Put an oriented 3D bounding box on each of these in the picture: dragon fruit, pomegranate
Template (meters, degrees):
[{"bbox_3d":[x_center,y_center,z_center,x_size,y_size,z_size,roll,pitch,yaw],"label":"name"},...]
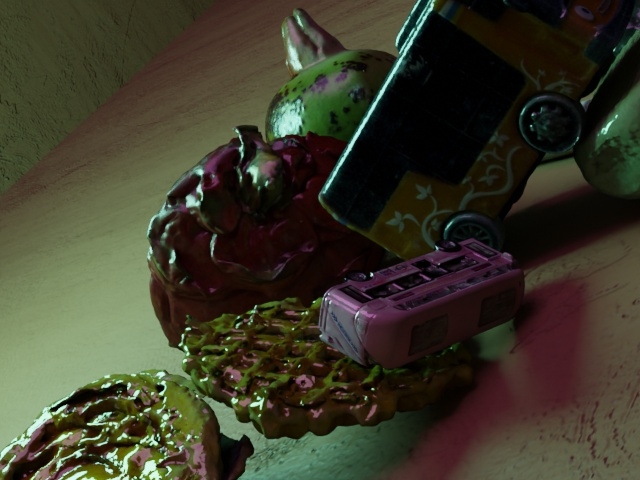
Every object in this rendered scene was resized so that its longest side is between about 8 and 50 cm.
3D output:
[{"bbox_3d":[-0.054,0.005,1.471,0.317,0.205,0.152,-46,41,-2],"label":"dragon fruit"},{"bbox_3d":[0.015,-0.183,1.789,0.214,0.248,0.214,-29,1,0],"label":"pomegranate"}]

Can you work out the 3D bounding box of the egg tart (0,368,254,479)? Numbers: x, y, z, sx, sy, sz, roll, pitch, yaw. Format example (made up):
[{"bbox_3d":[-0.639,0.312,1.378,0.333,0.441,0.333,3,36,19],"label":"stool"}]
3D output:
[{"bbox_3d":[-0.182,0.245,1.254,0.297,0.132,0.297,-25,35,19],"label":"egg tart"}]

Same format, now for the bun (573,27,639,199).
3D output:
[{"bbox_3d":[0.327,-0.130,1.306,0.221,0.108,0.221,-55,2,3],"label":"bun"}]

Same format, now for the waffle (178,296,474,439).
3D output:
[{"bbox_3d":[0.003,0.105,1.248,0.245,0.052,0.254,-12,21,-24],"label":"waffle"}]

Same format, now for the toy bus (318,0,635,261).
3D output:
[{"bbox_3d":[0.149,-0.132,1.346,0.323,0.194,0.162,-60,-1,35],"label":"toy bus"}]

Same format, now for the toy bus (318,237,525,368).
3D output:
[{"bbox_3d":[0.093,0.055,1.226,0.203,0.063,0.090,-18,35,-41],"label":"toy bus"}]

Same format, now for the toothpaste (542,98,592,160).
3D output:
[{"bbox_3d":[0.231,-0.109,1.568,0.058,0.056,0.314,4,-11,-37],"label":"toothpaste"}]

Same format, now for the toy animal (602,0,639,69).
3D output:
[{"bbox_3d":[0.339,-0.251,1.656,0.168,0.106,0.343,-43,24,-29],"label":"toy animal"}]
